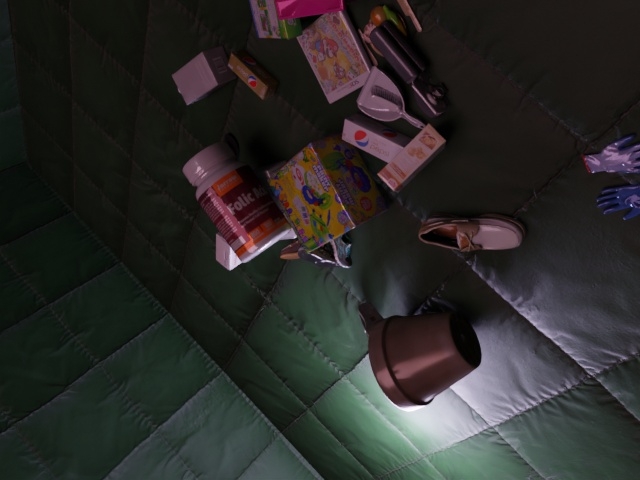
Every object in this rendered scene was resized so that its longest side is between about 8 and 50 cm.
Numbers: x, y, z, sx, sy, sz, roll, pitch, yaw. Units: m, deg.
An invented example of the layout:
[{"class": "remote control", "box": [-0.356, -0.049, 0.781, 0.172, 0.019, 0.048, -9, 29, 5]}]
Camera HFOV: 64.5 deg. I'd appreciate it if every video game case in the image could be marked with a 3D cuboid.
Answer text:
[{"class": "video game case", "box": [0.044, -0.541, 1.490, 0.206, 0.026, 0.227, -12, 110, 53]}]

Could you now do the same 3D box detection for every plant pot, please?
[{"class": "plant pot", "box": [0.366, 0.370, 1.696, 0.280, 0.323, 0.323, -31, 95, 33]}]

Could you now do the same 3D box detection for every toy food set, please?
[{"class": "toy food set", "box": [0.170, -0.556, 1.358, 0.192, 0.038, 0.132, -26, 99, 50]}]

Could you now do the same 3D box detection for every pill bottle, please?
[{"class": "pill bottle", "box": [-0.298, -0.138, 1.800, 0.392, 0.224, 0.224, 54, 141, -1]}]

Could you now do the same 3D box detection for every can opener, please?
[{"class": "can opener", "box": [0.229, -0.438, 1.340, 0.283, 0.076, 0.095, 47, 150, -7]}]

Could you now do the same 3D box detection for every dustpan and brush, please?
[{"class": "dustpan and brush", "box": [0.210, -0.378, 1.433, 0.211, 0.060, 0.147, 26, 143, -2]}]

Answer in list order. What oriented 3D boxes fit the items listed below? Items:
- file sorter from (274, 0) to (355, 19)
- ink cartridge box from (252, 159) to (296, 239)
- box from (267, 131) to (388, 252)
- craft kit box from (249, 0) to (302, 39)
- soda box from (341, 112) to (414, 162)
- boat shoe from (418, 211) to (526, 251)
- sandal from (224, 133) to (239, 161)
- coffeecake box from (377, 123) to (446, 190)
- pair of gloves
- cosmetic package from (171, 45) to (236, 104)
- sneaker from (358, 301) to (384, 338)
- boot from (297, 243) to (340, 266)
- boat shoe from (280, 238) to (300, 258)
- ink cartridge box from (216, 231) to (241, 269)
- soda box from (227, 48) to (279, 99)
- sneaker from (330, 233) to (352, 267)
[{"class": "file sorter", "box": [-0.009, -0.738, 1.276, 0.202, 0.182, 0.291, 8, 125, 33]}, {"class": "ink cartridge box", "box": [-0.174, -0.147, 1.939, 0.197, 0.114, 0.273, -5, 113, 45]}, {"class": "box", "box": [0.018, -0.153, 1.671, 0.279, 0.177, 0.290, -28, 89, 51]}, {"class": "craft kit box", "box": [-0.148, -0.716, 1.461, 0.246, 0.060, 0.250, 42, 150, 57]}, {"class": "soda box", "box": [0.171, -0.303, 1.525, 0.216, 0.069, 0.074, 32, 137, 23]}, {"class": "boat shoe", "box": [0.429, -0.013, 1.466, 0.302, 0.103, 0.113, 5, 122, 42]}, {"class": "sandal", "box": [-0.360, -0.339, 2.031, 0.067, 0.040, 0.179, 25, 134, 29]}, {"class": "coffeecake box", "box": [0.251, -0.219, 1.387, 0.185, 0.142, 0.068, -44, 84, 11]}, {"class": "pair of gloves", "box": [0.705, -0.142, 1.168, 0.159, 0.023, 0.198, -12, 109, 50]}, {"class": "cosmetic package", "box": [-0.428, -0.600, 1.857, 0.238, 0.107, 0.127, -6, 115, 49]}, {"class": "sneaker", "box": [0.211, 0.341, 1.912, 0.222, 0.083, 0.118, -111, 2, -57]}, {"class": "boot", "box": [0.001, -0.001, 1.894, 0.085, 0.236, 0.179, -12, 67, 31]}, {"class": "boat shoe", "box": [-0.086, 0.030, 2.032, 0.207, 0.073, 0.073, -15, 70, 45]}, {"class": "ink cartridge box", "box": [-0.328, 0.001, 2.116, 0.092, 0.218, 0.159, 33, 137, 22]}, {"class": "soda box", "box": [-0.228, -0.563, 1.719, 0.181, 0.061, 0.058, 45, 140, 9]}, {"class": "sneaker", "box": [0.086, 0.026, 1.863, 0.076, 0.065, 0.167, -8, 114, 42]}]
